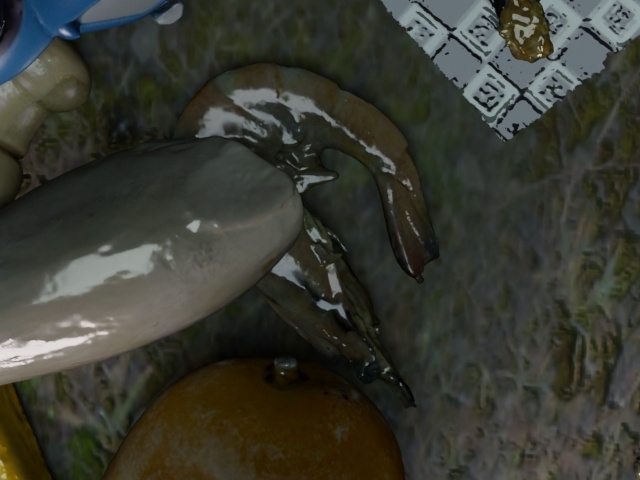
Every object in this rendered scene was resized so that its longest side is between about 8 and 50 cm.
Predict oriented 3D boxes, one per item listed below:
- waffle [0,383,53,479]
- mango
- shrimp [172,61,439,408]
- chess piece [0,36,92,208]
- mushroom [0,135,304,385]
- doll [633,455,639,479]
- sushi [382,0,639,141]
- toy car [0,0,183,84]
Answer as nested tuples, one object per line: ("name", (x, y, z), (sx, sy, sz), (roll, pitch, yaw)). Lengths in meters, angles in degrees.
("waffle", (-0.308, 0.202, 1.370), (0.248, 0.055, 0.221), (-19, 106, 6))
("mango", (-0.064, 0.247, 1.305), (0.221, 0.199, 0.384), (15, 108, -3))
("shrimp", (0.011, -0.013, 1.301), (0.145, 0.059, 0.254), (-45, 97, 3))
("chess piece", (-0.286, -0.039, 1.271), (0.307, 0.124, 0.139), (-39, 84, 8))
("mushroom", (-0.176, 0.034, 1.238), (0.350, 0.128, 0.128), (-29, 105, 3))
("doll", (0.295, 0.270, 1.368), (0.202, 0.091, 0.286), (-23, 96, 42))
("sushi", (0.114, -0.170, 1.261), (0.139, 0.031, 0.201), (-41, 102, 12))
("toy car", (-0.152, -0.201, 1.187), (0.314, 0.198, 0.166), (-36, 127, 12))
